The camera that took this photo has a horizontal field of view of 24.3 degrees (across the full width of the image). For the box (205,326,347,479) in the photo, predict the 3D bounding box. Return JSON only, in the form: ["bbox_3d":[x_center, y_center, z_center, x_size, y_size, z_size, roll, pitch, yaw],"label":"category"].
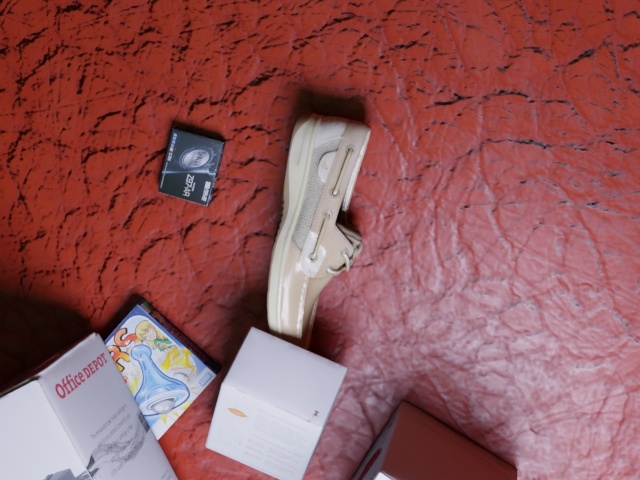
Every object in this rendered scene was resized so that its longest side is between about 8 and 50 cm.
[{"bbox_3d":[-0.055,0.203,1.797,0.130,0.091,0.170,24,145,3],"label":"box"}]

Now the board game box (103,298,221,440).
[{"bbox_3d":[-0.242,0.193,1.895,0.136,0.035,0.201,41,103,0],"label":"board game box"}]

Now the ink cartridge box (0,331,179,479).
[{"bbox_3d":[-0.279,0.291,1.785,0.129,0.223,0.307,-27,95,14],"label":"ink cartridge box"}]

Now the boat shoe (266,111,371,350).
[{"bbox_3d":[0.000,0.000,1.795,0.098,0.109,0.302,9,95,8],"label":"boat shoe"}]

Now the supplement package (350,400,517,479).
[{"bbox_3d":[0.111,0.336,1.737,0.175,0.293,0.177,32,102,2],"label":"supplement package"}]

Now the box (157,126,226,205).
[{"bbox_3d":[-0.159,-0.092,1.844,0.067,0.018,0.083,17,101,6],"label":"box"}]
